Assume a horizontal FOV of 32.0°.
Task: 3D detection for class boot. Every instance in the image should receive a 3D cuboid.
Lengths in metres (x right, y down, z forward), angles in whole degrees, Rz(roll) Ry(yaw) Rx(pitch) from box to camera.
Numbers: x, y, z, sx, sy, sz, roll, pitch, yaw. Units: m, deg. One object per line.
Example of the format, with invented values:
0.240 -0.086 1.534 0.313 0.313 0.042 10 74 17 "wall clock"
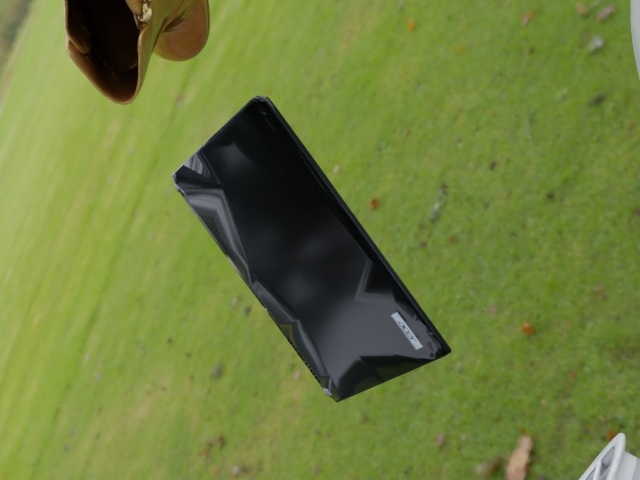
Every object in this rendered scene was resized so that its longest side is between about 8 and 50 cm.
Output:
-0.169 -0.196 0.992 0.295 0.104 0.211 71 -168 -56 "boot"

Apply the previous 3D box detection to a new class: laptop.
0.000 0.000 0.934 0.136 0.234 0.264 -35 2 16 "laptop"

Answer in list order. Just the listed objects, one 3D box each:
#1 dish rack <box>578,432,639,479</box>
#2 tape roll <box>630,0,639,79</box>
0.287 0.412 1.278 0.333 0.072 0.285 -57 -10 -37 "dish rack"
0.292 -0.106 0.774 0.072 0.219 0.219 -19 33 2 "tape roll"
